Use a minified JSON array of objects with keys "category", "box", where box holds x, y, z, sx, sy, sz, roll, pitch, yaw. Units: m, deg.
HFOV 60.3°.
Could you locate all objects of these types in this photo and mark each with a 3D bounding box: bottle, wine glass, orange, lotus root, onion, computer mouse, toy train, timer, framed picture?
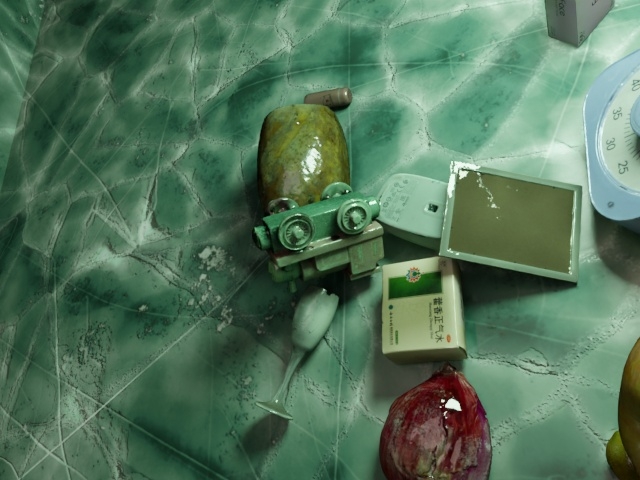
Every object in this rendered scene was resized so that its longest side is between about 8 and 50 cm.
[{"category":"bottle","box":[0.022,-0.412,1.609,0.140,0.053,0.053,-3,66,26]},{"category":"wine glass","box":[-0.126,0.224,1.296,0.264,0.096,0.309,25,77,-8]},{"category":"orange","box":[0.541,0.375,0.953,0.085,0.085,0.095,-23,61,17]},{"category":"lotus root","box":[-0.044,-0.162,1.428,0.251,0.250,0.345,-9,69,24]},{"category":"onion","box":[0.225,0.374,1.098,0.227,0.120,0.283,5,70,24]},{"category":"computer mouse","box":[0.259,-0.061,1.297,0.288,0.097,0.159,20,78,38]},{"category":"toy train","box":[0.000,0.000,1.267,0.305,0.221,0.150,-16,30,-14]},{"category":"timer","box":[0.678,-0.219,1.012,0.395,0.173,0.394,-42,38,44]},{"category":"framed picture","box":[0.408,-0.043,1.180,0.293,0.018,0.231,12,71,1]}]

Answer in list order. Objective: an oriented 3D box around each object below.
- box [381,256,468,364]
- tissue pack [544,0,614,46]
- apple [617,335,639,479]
[{"category":"box","box":[0.227,0.153,1.206,0.168,0.095,0.212,-10,58,22]},{"category":"tissue pack","box":[0.600,-0.594,1.273,0.148,0.246,0.092,-50,55,-1]},{"category":"apple","box":[0.626,0.259,0.780,0.347,0.391,0.391,-14,59,-6]}]
